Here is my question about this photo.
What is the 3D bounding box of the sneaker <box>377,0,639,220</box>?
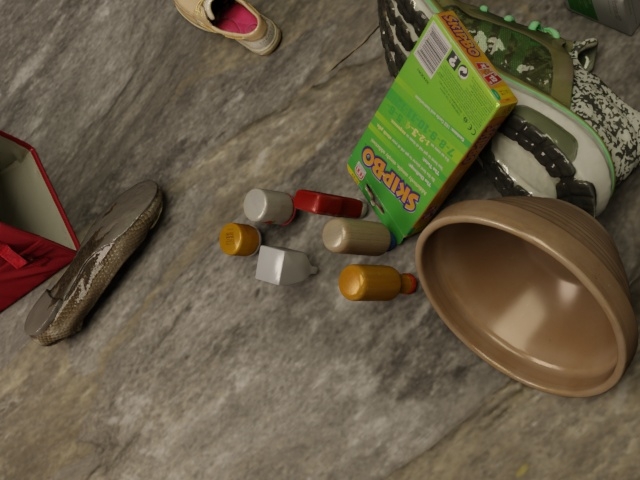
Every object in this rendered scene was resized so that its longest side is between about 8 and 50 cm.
[{"bbox_3d":[0.214,-0.185,1.135,0.182,0.158,0.410,-27,62,-21],"label":"sneaker"}]

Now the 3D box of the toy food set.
[{"bbox_3d":[0.000,0.000,1.183,0.232,0.105,0.111,13,95,41],"label":"toy food set"}]

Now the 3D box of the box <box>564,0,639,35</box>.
[{"bbox_3d":[0.321,-0.298,1.113,0.087,0.101,0.102,30,90,25],"label":"box"}]

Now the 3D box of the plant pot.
[{"bbox_3d":[0.221,0.036,1.022,0.237,0.237,0.110,32,59,25],"label":"plant pot"}]

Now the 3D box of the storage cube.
[{"bbox_3d":[-0.458,-0.022,1.300,0.193,0.184,0.215,-34,67,11],"label":"storage cube"}]

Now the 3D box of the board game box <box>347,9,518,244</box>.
[{"bbox_3d":[0.110,-0.112,1.105,0.124,0.039,0.259,59,144,20],"label":"board game box"}]

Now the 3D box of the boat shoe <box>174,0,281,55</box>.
[{"bbox_3d":[-0.127,-0.295,1.310,0.170,0.059,0.063,29,88,25],"label":"boat shoe"}]

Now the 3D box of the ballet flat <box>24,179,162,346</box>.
[{"bbox_3d":[-0.276,0.032,1.291,0.250,0.058,0.084,-53,35,-5],"label":"ballet flat"}]
